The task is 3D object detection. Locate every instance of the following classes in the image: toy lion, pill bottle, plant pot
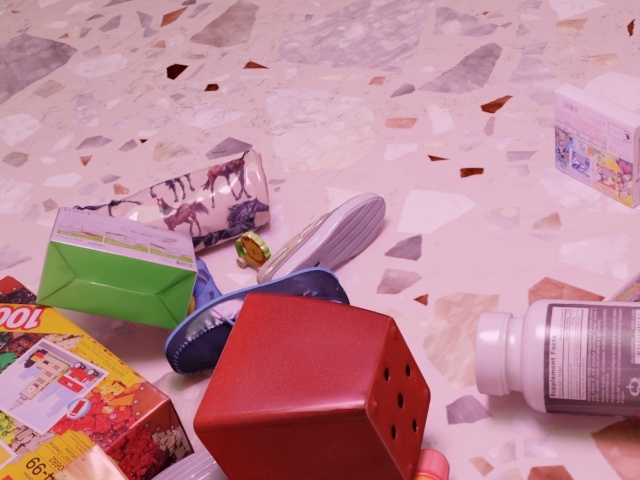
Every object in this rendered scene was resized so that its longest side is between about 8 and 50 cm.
[{"bbox_3d":[-0.132,0.021,1.879,0.100,0.096,0.034,22,51,41],"label":"toy lion"},{"bbox_3d":[0.403,0.178,1.467,0.319,0.176,0.176,1,42,19],"label":"pill bottle"},{"bbox_3d":[0.012,0.243,1.401,0.236,0.267,0.267,-9,38,27],"label":"plant pot"}]

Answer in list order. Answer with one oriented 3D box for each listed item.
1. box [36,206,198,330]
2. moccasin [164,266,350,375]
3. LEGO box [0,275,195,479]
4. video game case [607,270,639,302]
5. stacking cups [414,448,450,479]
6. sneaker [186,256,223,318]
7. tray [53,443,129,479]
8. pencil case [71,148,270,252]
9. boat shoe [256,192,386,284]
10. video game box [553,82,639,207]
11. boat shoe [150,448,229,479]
[{"bbox_3d":[-0.369,0.045,1.764,0.262,0.126,0.231,12,13,-15],"label":"box"},{"bbox_3d":[-0.106,0.147,1.694,0.342,0.137,0.117,-27,45,-14],"label":"moccasin"},{"bbox_3d":[-0.504,0.317,1.566,0.500,0.193,0.372,26,54,39],"label":"LEGO box"},{"bbox_3d":[0.565,0.115,1.618,0.157,0.019,0.143,-37,44,-24],"label":"video game case"},{"bbox_3d":[0.122,0.415,1.318,0.096,0.096,0.316,-2,26,15],"label":"stacking cups"},{"bbox_3d":[-0.222,0.107,1.845,0.082,0.069,0.209,15,27,-15],"label":"sneaker"},{"bbox_3d":[-0.169,0.454,1.188,0.076,0.202,0.411,-35,64,-23],"label":"tray"},{"bbox_3d":[-0.293,-0.058,1.976,0.410,0.160,0.183,-20,54,-6],"label":"pencil case"},{"bbox_3d":[0.000,0.000,1.861,0.302,0.109,0.094,-39,43,-24],"label":"boat shoe"},{"bbox_3d":[0.537,-0.184,1.850,0.048,0.187,0.205,-28,41,-22],"label":"video game box"},{"bbox_3d":[-0.237,0.434,1.415,0.335,0.119,0.121,-37,13,-15],"label":"boat shoe"}]
